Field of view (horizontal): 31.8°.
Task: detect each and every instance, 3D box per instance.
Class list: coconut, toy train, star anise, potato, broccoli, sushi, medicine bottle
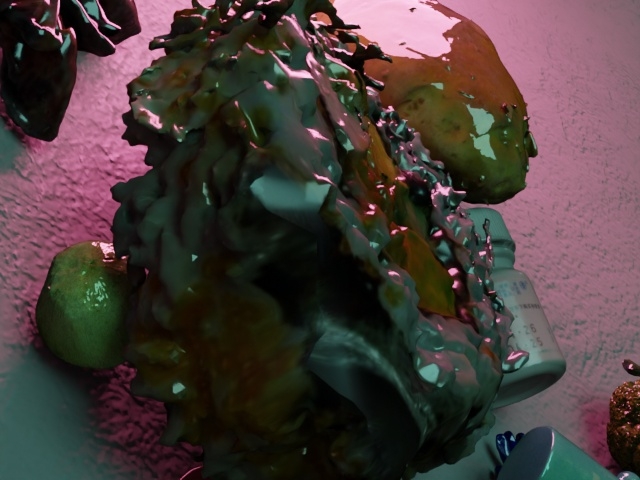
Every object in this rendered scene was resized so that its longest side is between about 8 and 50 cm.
[{"bbox_3d":[-0.156,0.047,0.782,0.087,0.096,0.088,-2,43,2],"label":"coconut"},{"bbox_3d":[0.236,0.264,0.942,0.248,0.101,0.159,37,61,-13],"label":"toy train"},{"bbox_3d":[-0.240,-0.209,0.883,0.212,0.129,0.283,43,30,-18],"label":"star anise"},{"bbox_3d":[0.107,-0.149,1.111,0.191,0.141,0.296,1,43,-41],"label":"potato"},{"bbox_3d":[0.345,0.191,1.116,0.130,0.120,0.131,45,34,-27],"label":"broccoli"},{"bbox_3d":[0.001,-0.002,0.854,0.417,0.175,0.418,45,33,-40],"label":"sushi"},{"bbox_3d":[0.151,0.065,1.046,0.105,0.105,0.168,4,57,-42],"label":"medicine bottle"}]

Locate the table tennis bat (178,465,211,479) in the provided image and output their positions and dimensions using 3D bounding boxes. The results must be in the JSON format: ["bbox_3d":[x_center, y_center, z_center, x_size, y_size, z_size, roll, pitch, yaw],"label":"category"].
[{"bbox_3d":[-0.047,0.226,0.795,0.156,0.013,0.087,45,36,-4],"label":"table tennis bat"}]

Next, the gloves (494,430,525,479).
[{"bbox_3d":[0.185,0.211,1.019,0.064,0.026,0.086,15,50,-34],"label":"gloves"}]
